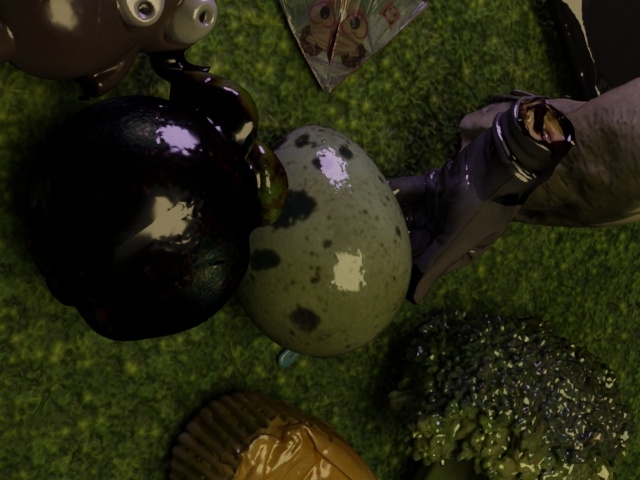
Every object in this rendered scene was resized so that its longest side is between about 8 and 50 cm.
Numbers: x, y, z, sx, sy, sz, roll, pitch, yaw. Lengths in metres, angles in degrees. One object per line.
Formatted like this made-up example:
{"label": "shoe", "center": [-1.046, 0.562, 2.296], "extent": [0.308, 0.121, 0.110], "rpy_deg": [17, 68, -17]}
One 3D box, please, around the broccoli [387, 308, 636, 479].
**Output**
{"label": "broccoli", "center": [0.213, 0.205, 1.394], "extent": [0.288, 0.235, 0.260], "rpy_deg": [35, 76, 1]}

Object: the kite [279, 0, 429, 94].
{"label": "kite", "center": [0.029, -0.272, 1.274], "extent": [0.229, 0.012, 0.250], "rpy_deg": [6, 97, -40]}

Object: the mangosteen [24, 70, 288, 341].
{"label": "mangosteen", "center": [-0.141, -0.029, 1.080], "extent": [0.243, 0.243, 0.243], "rpy_deg": [-9, 106, -34]}

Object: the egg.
{"label": "egg", "center": [0.000, 0.000, 1.217], "extent": [0.177, 0.177, 0.228], "rpy_deg": [-2, 88, -35]}

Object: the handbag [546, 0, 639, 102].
{"label": "handbag", "center": [0.374, -0.217, 1.495], "extent": [0.191, 0.075, 0.332], "rpy_deg": [-37, 121, -24]}

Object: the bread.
{"label": "bread", "center": [-0.036, 0.265, 1.277], "extent": [0.250, 0.133, 0.179], "rpy_deg": [38, 82, -31]}

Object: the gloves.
{"label": "gloves", "center": [0.141, -0.034, 1.289], "extent": [0.285, 0.142, 0.119], "rpy_deg": [-32, 135, 27]}

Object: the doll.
{"label": "doll", "center": [-0.189, -0.213, 1.065], "extent": [0.257, 0.117, 0.182], "rpy_deg": [-11, 103, -31]}

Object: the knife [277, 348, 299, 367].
{"label": "knife", "center": [-0.010, 0.101, 1.335], "extent": [0.096, 0.010, 0.027], "rpy_deg": [-43, 122, -20]}

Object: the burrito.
{"label": "burrito", "center": [0.304, -0.084, 1.317], "extent": [0.190, 0.332, 0.135], "rpy_deg": [33, 74, -29]}
